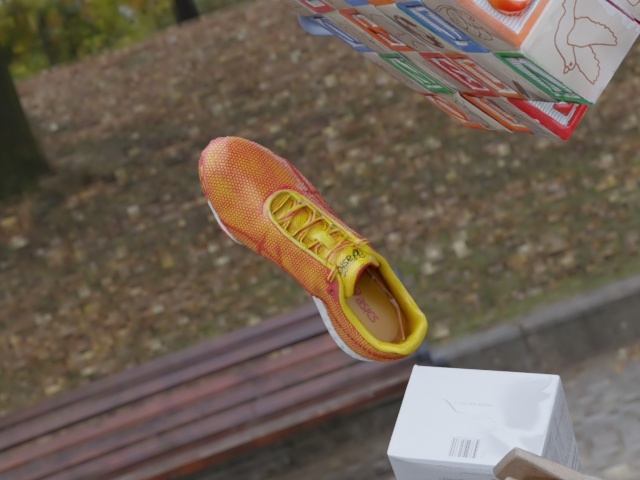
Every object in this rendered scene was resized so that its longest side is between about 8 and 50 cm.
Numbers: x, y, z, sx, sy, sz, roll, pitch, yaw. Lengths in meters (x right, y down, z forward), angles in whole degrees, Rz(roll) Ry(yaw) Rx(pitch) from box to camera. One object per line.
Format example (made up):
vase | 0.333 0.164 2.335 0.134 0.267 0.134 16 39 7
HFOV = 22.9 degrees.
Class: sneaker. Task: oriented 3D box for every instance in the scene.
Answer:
sneaker | 0.000 0.000 0.940 0.064 0.175 0.067 -51 11 -23

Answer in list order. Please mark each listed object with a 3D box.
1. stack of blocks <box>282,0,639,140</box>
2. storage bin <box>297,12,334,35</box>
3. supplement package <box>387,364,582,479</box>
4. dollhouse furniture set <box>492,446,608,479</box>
stack of blocks | 0.079 -0.134 0.830 0.087 0.171 0.297 -57 13 -1
storage bin | 0.025 -0.273 1.469 0.098 0.135 0.091 -2 39 3
supplement package | 0.213 0.282 2.009 0.194 0.203 0.149 3 48 23
dollhouse furniture set | 0.123 0.251 1.017 0.259 0.135 0.262 122 168 -53
